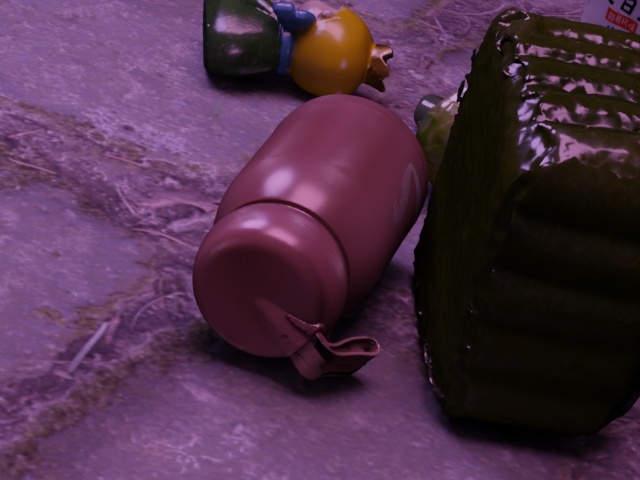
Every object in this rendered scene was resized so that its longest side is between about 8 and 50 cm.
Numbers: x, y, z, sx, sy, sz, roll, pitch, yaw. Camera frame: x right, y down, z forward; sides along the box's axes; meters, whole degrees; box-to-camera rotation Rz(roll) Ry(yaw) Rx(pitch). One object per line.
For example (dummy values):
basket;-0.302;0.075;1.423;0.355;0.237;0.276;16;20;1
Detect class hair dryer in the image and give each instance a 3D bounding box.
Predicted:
hair dryer;0.186;-0.154;1.974;0.071;0.047;0.150;33;29;32

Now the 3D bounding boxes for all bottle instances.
bottle;0.000;0.000;1.527;0.206;0.173;0.297;48;31;-8

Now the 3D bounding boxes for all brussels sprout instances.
brussels sprout;0.187;-0.102;1.790;0.152;0.149;0.122;-28;64;-27

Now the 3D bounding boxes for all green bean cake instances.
green bean cake;0.225;-0.017;1.490;0.218;0.319;0.335;12;34;-7

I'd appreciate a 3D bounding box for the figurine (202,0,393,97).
figurine;-0.029;-0.252;1.990;0.234;0.127;0.185;-2;24;-5

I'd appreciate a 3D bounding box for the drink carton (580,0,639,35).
drink carton;0.369;-0.211;1.864;0.107;0.315;0.130;-15;41;-36
